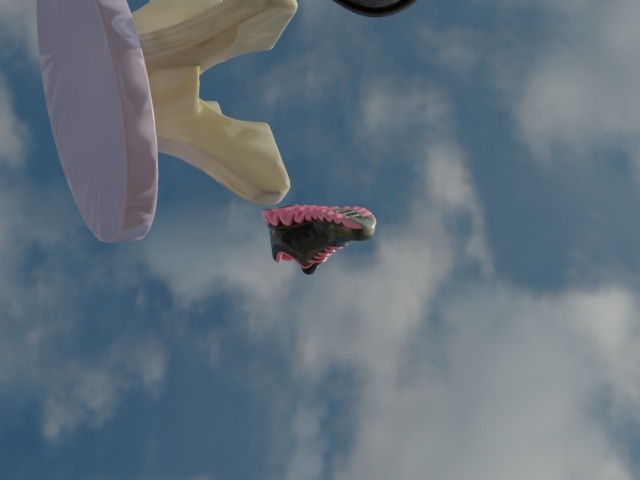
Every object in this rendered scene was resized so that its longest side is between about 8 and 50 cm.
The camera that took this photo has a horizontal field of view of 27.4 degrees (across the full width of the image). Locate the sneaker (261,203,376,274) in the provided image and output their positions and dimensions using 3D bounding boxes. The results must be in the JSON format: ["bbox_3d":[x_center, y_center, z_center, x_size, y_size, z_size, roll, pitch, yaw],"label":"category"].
[{"bbox_3d":[0.000,0.000,1.071,0.047,0.119,0.057,-5,-85,-42],"label":"sneaker"}]

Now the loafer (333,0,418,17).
[{"bbox_3d":[-0.021,-0.289,0.897,0.109,0.095,0.302,-29,-107,10],"label":"loafer"}]

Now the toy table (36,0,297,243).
[{"bbox_3d":[-0.136,-0.134,1.139,0.161,0.252,0.274,-7,-103,-29],"label":"toy table"}]
